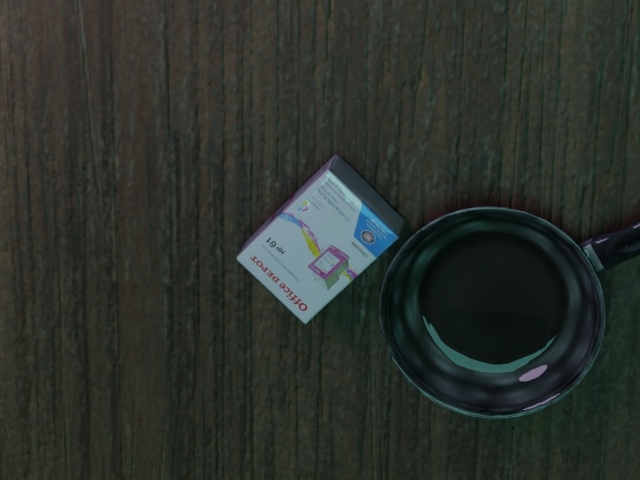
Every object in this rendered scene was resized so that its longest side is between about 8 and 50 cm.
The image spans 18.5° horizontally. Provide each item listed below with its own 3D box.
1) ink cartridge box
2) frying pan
[{"bbox_3d":[0.000,0.000,1.724,0.088,0.052,0.122,44,111,-7],"label":"ink cartridge box"},{"bbox_3d":[0.188,0.013,1.699,0.197,0.053,0.326,37,109,-5],"label":"frying pan"}]
